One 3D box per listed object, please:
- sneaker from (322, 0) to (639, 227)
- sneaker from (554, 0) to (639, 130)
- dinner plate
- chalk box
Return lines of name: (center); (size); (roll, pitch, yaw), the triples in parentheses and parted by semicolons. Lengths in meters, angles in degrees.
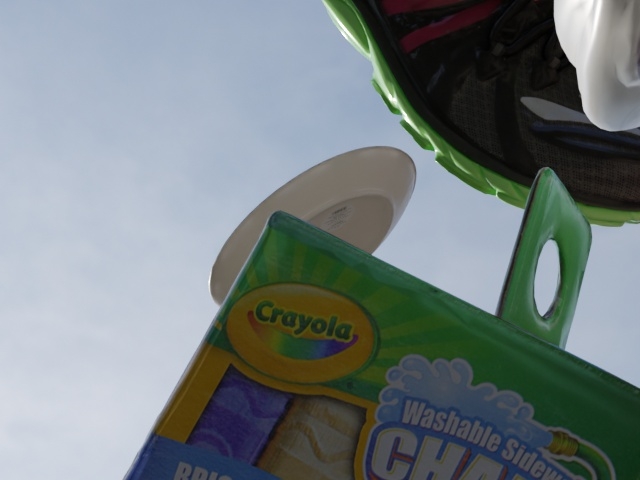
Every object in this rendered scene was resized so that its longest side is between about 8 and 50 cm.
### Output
sneaker: (0.136, -0.204, 1.282); (0.185, 0.483, 0.202); (-29, -17, -50)
sneaker: (0.124, -0.121, 0.447); (0.114, 0.152, 0.305); (-27, 2, 32)
dinner plate: (0.000, 0.000, 0.882); (0.141, 0.017, 0.141); (-29, -27, -17)
chalk box: (0.033, 0.085, 0.440); (0.213, 0.132, 0.132); (-60, -28, -4)
